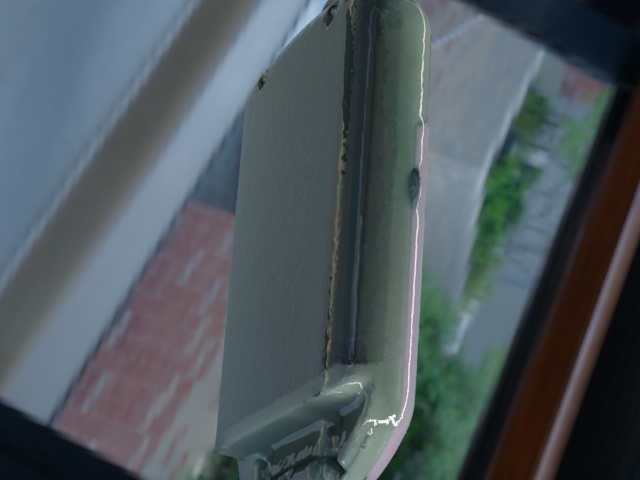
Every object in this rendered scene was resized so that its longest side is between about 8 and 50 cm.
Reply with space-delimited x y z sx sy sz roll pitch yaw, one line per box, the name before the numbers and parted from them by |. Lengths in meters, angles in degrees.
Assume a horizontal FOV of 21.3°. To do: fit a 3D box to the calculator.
calculator | 0.000 0.000 0.751 0.141 0.045 0.246 143 -45 -57
